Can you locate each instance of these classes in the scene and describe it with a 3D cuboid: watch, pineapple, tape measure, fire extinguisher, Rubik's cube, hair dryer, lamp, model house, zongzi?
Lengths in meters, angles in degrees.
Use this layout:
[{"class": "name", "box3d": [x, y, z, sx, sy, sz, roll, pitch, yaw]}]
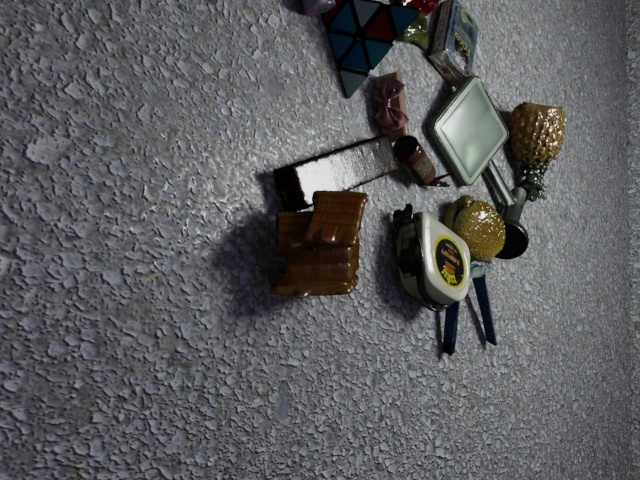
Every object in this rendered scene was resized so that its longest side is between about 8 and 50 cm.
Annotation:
[{"class": "watch", "box3d": [0.484, 0.208, 1.663, 0.276, 0.068, 0.274, 1, 91, -44]}, {"class": "pineapple", "box3d": [0.794, -0.322, 1.966, 0.202, 0.202, 0.361, -6, 100, -44]}, {"class": "tape measure", "box3d": [0.292, 0.064, 1.480, 0.271, 0.133, 0.231, 34, 55, -34]}, {"class": "fire extinguisher", "box3d": [0.299, -0.202, 1.509, 0.252, 0.106, 0.075, 39, 66, -52]}, {"class": "Rubik's cube", "box3d": [0.079, -0.493, 1.379, 0.250, 0.284, 0.234, 17, 95, -16]}, {"class": "hair dryer", "box3d": [0.599, -0.133, 1.839, 0.284, 0.156, 0.320, 36, 46, -12]}, {"class": "lamp", "box3d": [0.482, -0.353, 1.716, 0.269, 0.047, 0.266, -50, 121, -18]}, {"class": "model house", "box3d": [0.000, 0.002, 1.166, 0.200, 0.219, 0.229, 4, 95, -1]}, {"class": "zongzi", "box3d": [0.273, -0.596, 1.597, 0.154, 0.062, 0.130, -46, 138, -26]}]

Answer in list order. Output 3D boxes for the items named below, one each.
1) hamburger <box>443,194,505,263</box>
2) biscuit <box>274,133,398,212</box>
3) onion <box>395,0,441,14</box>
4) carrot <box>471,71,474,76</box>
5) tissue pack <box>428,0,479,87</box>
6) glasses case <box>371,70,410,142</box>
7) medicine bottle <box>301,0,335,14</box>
[{"class": "hamburger", "box3d": [0.479, -0.038, 1.658, 0.189, 0.122, 0.215, -48, 116, -17]}, {"class": "biscuit", "box3d": [0.051, -0.173, 1.313, 0.388, 0.073, 0.107, -26, 102, -42]}, {"class": "onion", "box3d": [0.319, -0.821, 1.597, 0.314, 0.146, 0.280, 1, 88, -48]}, {"class": "carrot", "box3d": [0.501, -0.442, 1.784, 0.066, 0.062, 0.271, -3, 91, -76]}, {"class": "tissue pack", "box3d": [0.438, -0.647, 1.733, 0.173, 0.073, 0.235, 33, 63, -38]}, {"class": "glasses case", "box3d": [0.193, -0.367, 1.452, 0.070, 0.102, 0.193, -9, 91, -37]}, {"class": "medicine bottle", "box3d": [-0.025, -0.653, 1.282, 0.119, 0.094, 0.188, -21, 99, -44]}]
